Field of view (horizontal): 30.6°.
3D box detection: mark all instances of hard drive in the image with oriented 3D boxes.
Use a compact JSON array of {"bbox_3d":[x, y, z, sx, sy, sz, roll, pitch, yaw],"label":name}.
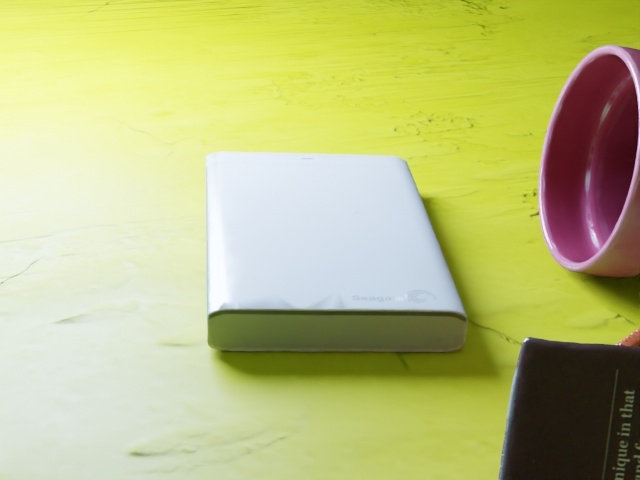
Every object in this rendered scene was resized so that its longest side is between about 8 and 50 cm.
[{"bbox_3d":[0.000,0.000,1.037,0.203,0.040,0.307,1,27,-6],"label":"hard drive"}]

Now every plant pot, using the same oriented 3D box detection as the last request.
[{"bbox_3d":[0.316,-0.061,1.040,0.180,0.201,0.201,8,26,-14],"label":"plant pot"}]

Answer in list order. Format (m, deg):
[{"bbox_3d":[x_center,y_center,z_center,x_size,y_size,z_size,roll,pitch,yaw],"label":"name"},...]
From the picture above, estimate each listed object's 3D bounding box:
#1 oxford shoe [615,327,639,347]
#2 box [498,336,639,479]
[{"bbox_3d":[0.194,0.145,0.749,0.098,0.097,0.271,34,42,16],"label":"oxford shoe"},{"bbox_3d":[0.200,0.148,0.523,0.203,0.167,0.168,1,-18,33],"label":"box"}]
